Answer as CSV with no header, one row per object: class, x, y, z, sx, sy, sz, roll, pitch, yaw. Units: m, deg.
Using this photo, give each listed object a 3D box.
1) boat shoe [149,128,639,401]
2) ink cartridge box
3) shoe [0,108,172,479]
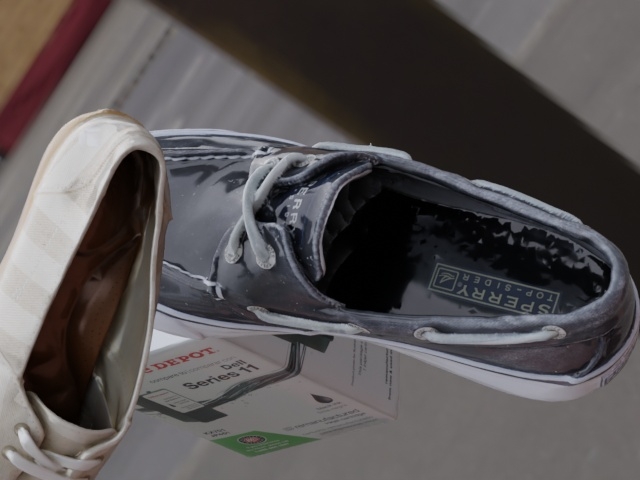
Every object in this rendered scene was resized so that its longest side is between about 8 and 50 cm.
boat shoe,0.000,0.000,0.886,0.102,0.301,0.108,64,-136,-67
ink cartridge box,-0.063,0.077,1.359,0.153,0.208,0.087,-18,58,36
shoe,-0.115,0.050,0.816,0.058,0.076,0.219,21,94,57
